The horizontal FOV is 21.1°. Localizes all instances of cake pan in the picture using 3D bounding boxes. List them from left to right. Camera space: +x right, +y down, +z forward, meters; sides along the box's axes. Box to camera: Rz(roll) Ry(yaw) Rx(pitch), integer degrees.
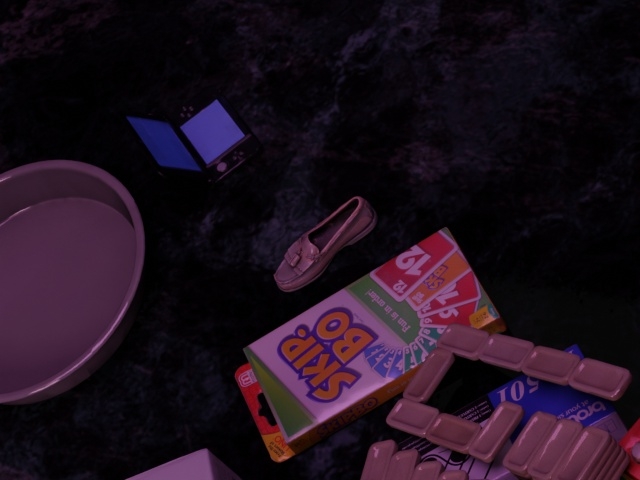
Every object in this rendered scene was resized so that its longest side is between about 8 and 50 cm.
[{"bbox_3d":[-0.309,0.050,1.835,0.293,0.054,0.293,-12,57,18],"label":"cake pan"}]

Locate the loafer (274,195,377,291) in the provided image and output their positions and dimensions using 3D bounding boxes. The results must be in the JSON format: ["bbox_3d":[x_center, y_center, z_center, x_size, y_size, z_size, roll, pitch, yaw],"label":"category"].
[{"bbox_3d":[0.000,0.000,1.733,0.125,0.039,0.045,-39,53,-2],"label":"loafer"}]

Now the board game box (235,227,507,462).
[{"bbox_3d":[0.040,0.102,1.659,0.259,0.039,0.124,-33,52,6],"label":"board game box"}]

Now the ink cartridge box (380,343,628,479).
[{"bbox_3d":[0.163,0.184,1.529,0.207,0.046,0.097,-30,38,5],"label":"ink cartridge box"}]

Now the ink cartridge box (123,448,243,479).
[{"bbox_3d":[-0.106,0.291,1.520,0.127,0.176,0.128,-24,53,13],"label":"ink cartridge box"}]

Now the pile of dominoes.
[{"bbox_3d":[0.152,0.179,1.489,0.251,0.040,0.196,13,62,53],"label":"pile of dominoes"}]

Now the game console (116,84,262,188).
[{"bbox_3d":[-0.141,-0.119,1.851,0.107,0.071,0.122,-37,53,0],"label":"game console"}]

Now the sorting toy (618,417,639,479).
[{"bbox_3d":[0.315,0.262,1.397,0.257,0.089,0.255,-47,53,-8],"label":"sorting toy"}]
